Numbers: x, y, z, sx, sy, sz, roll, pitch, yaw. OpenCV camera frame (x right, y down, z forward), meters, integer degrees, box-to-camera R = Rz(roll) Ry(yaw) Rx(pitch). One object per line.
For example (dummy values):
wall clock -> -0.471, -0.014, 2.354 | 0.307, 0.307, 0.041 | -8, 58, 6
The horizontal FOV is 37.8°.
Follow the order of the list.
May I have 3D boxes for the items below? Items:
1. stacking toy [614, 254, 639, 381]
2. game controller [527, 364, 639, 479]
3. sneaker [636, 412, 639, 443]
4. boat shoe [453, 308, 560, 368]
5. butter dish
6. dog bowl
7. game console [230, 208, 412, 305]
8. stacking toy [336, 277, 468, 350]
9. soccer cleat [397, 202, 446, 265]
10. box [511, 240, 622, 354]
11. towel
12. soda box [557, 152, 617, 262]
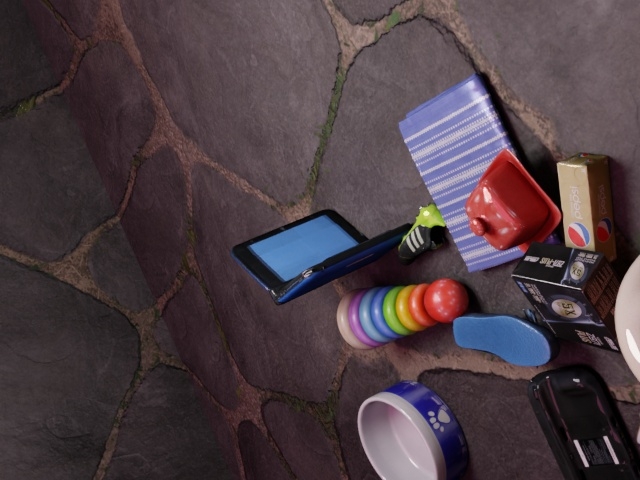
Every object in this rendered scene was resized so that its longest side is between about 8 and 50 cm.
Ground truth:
stacking toy -> 0.593, 0.227, 1.334 | 0.350, 0.350, 0.480 | 39, 158, 36
game controller -> 0.501, 0.384, 1.725 | 0.166, 0.067, 0.319 | -25, 90, 43
sneaker -> 0.573, 0.316, 1.575 | 0.067, 0.042, 0.118 | 37, 146, 43
boat shoe -> 0.358, 0.168, 1.758 | 0.258, 0.089, 0.109 | 17, 111, 56
butter dish -> 0.305, -0.046, 1.597 | 0.160, 0.118, 0.160 | 54, 156, 15
dog bowl -> 0.209, 0.459, 2.140 | 0.265, 0.104, 0.265 | 34, 136, 41
game console -> 0.000, 0.000, 1.969 | 0.173, 0.293, 0.250 | 61, 147, 8
stacking toy -> 0.183, 0.141, 1.968 | 0.330, 0.141, 0.141 | -21, 93, 51
soccer cleat -> 0.208, 0.002, 1.889 | 0.072, 0.060, 0.179 | 49, 141, 23
box -> 0.425, 0.094, 1.543 | 0.147, 0.077, 0.180 | 13, 150, 51
towel -> 0.287, -0.118, 1.726 | 0.243, 0.040, 0.336 | -26, 90, 55
soda box -> 0.436, -0.048, 1.525 | 0.061, 0.058, 0.181 | 15, 123, 51
